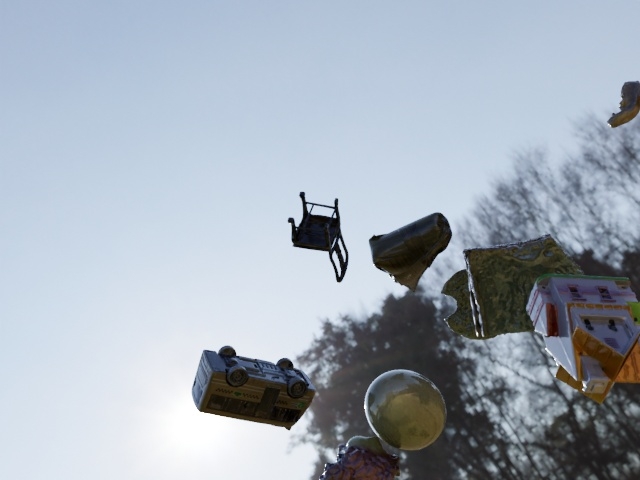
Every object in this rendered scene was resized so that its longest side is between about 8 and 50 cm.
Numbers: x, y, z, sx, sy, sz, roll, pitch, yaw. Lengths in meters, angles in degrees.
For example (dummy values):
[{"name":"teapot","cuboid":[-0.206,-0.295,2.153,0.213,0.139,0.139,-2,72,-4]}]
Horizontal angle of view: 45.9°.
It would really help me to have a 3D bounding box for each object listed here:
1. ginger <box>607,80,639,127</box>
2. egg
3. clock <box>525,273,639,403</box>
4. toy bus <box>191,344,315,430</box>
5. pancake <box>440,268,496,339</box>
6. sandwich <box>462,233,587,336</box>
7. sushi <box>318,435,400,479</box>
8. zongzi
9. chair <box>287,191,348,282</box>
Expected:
[{"name":"ginger","cuboid":[0.824,-0.367,2.017,0.173,0.069,0.051,-54,-35,-31]},{"name":"egg","cuboid":[0.204,0.410,1.833,0.186,0.186,0.241,-39,-43,13]},{"name":"clock","cuboid":[0.632,0.234,1.735,0.235,0.309,0.166,3,-53,-6]},{"name":"toy bus","cuboid":[-0.168,0.374,1.891,0.289,0.139,0.157,16,-78,-25]},{"name":"pancake","cuboid":[0.529,0.212,2.525,0.253,0.253,0.037,-34,-12,3]},{"name":"sandwich","cuboid":[0.575,0.124,2.094,0.325,0.262,0.131,-10,-1,6]},{"name":"sushi","cuboid":[0.085,0.572,1.776,0.270,0.171,0.236,10,-78,-78]},{"name":"zongzi","cuboid":[0.273,0.044,1.974,0.221,0.112,0.242,-25,-46,26]},{"name":"chair","cuboid":[0.000,0.000,1.900,0.229,0.113,0.106,81,-155,-46]}]
